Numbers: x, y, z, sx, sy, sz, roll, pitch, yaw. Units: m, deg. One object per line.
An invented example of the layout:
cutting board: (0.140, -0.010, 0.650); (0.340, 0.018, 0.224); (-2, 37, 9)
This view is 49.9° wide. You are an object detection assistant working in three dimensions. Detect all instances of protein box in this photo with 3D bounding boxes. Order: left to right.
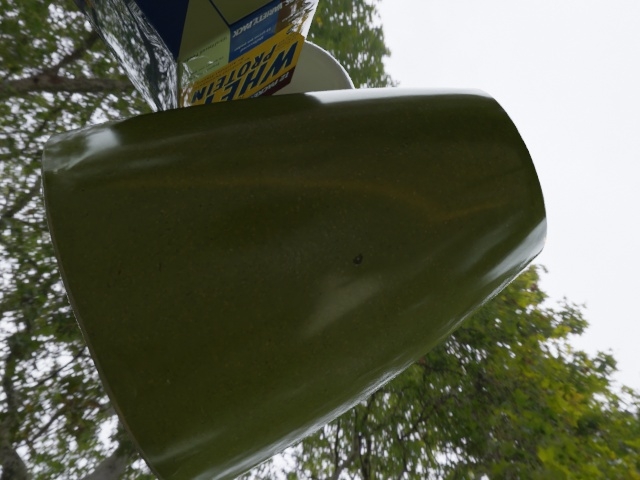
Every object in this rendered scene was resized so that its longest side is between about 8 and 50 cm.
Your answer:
protein box: (-0.121, -0.219, 0.585); (0.136, 0.201, 0.200); (-35, -93, -15)

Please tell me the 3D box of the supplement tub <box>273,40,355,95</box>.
supplement tub: (-0.045, -0.117, 0.873); (0.191, 0.272, 0.191); (-1, -100, 3)

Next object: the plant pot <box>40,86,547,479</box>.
plant pot: (0.000, 0.000, 0.508); (0.293, 0.275, 0.275); (-22, -90, -4)
